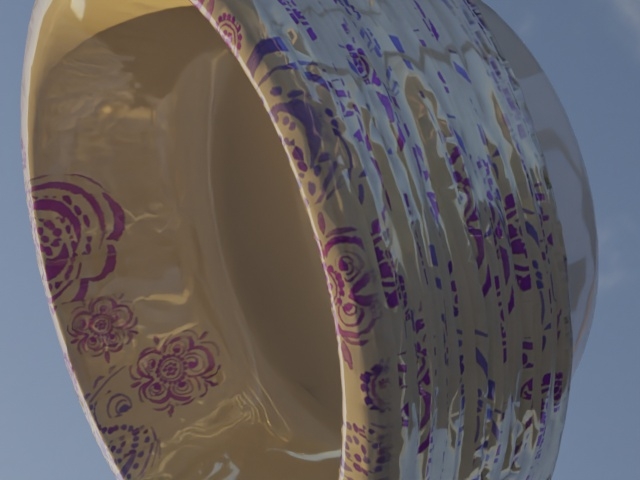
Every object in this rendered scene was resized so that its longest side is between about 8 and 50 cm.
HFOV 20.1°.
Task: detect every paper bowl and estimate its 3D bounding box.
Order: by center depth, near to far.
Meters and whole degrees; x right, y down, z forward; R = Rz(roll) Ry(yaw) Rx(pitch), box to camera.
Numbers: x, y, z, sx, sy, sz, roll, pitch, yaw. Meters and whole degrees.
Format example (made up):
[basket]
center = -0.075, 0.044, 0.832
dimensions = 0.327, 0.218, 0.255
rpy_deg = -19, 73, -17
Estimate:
[paper bowl]
center = 0.000, 0.000, 0.729
dimensions = 0.284, 0.148, 0.284
rpy_deg = 32, -50, 49
